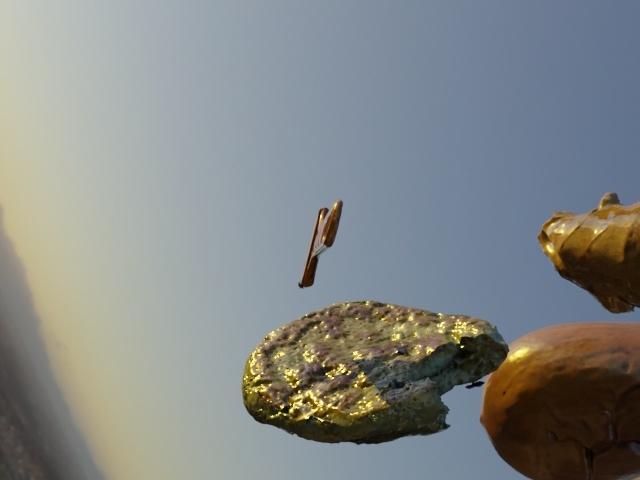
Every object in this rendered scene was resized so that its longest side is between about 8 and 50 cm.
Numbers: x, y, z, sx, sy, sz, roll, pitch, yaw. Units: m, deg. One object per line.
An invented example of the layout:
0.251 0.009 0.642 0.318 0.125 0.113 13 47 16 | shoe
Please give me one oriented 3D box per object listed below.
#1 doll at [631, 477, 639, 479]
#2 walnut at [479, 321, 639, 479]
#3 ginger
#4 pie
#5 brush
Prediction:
0.395 0.364 1.247 0.135 0.113 0.071 45 13 30 | doll
0.336 0.191 1.115 0.203 0.298 0.203 46 34 -43 | walnut
0.242 0.010 0.651 0.205 0.081 0.115 31 -40 41 | ginger
0.054 0.137 1.035 0.302 0.303 0.066 27 -47 62 | pie
0.000 0.000 0.931 0.314 0.017 0.090 129 -26 -83 | brush
